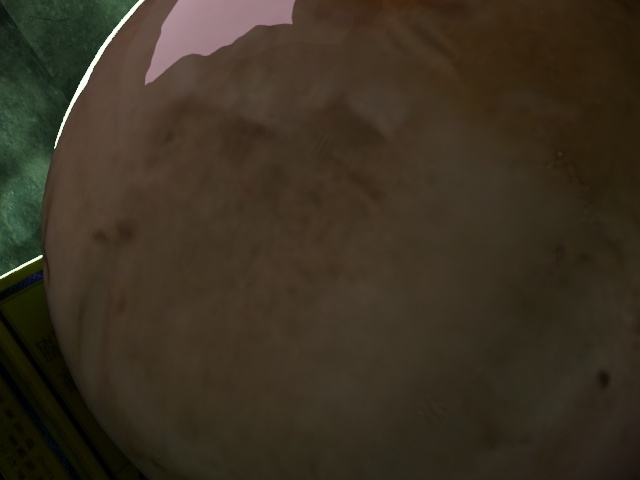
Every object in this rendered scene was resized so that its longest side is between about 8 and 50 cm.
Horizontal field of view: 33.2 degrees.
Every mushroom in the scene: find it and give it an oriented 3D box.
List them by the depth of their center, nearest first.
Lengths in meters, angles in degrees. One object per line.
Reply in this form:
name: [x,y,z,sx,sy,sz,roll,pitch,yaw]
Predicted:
mushroom: [0.038,0.005,0.493,0.292,0.292,0.290,-34,-20,5]

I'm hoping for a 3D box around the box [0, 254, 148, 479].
box: [-0.087,0.107,0.536,0.064,0.220,0.141,-34,3,26]
